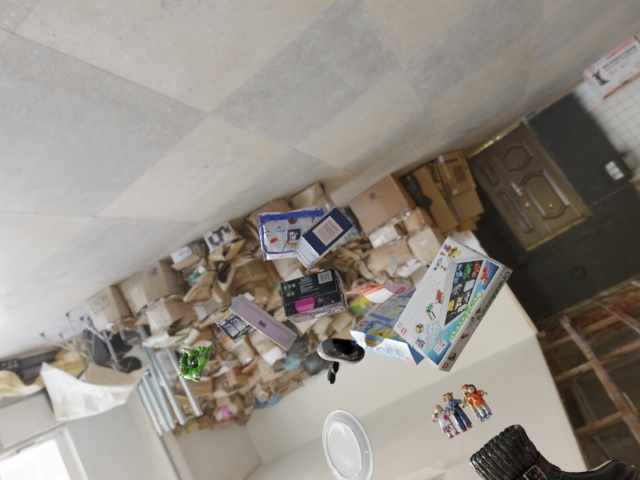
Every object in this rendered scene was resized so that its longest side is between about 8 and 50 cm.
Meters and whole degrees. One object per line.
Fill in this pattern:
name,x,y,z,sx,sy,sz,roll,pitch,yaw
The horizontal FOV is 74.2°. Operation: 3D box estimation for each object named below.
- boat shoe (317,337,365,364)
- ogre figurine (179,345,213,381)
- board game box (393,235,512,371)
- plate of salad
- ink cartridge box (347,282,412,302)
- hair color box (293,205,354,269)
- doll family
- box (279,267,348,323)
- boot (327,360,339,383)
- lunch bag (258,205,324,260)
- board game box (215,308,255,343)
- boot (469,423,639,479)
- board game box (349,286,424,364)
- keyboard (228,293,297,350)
boat shoe,0.090,0.365,1.432,0.076,0.080,0.229,-38,139,28
ogre figurine,-0.488,0.476,1.633,0.197,0.118,0.097,-8,147,22
board game box,0.337,0.161,1.116,0.053,0.193,0.305,23,100,-36
plate of salad,0.075,0.546,1.115,0.048,0.199,0.200,2,151,-37
ink cartridge box,0.261,0.237,1.872,0.233,0.066,0.189,-4,163,-23
hair color box,0.000,0.000,1.631,0.174,0.105,0.347,-41,176,-14
doll family,0.591,0.697,1.763,0.263,0.163,0.118,-40,143,18
box,-0.027,0.238,1.811,0.248,0.163,0.142,-16,153,8
boot,0.066,0.644,2.077,0.045,0.121,0.099,8,162,-9
lunch bag,-0.149,-0.043,2.154,0.329,0.238,0.385,-6,160,-9
board game box,-0.365,0.363,1.903,0.170,0.141,0.048,-37,-174,19
boot,0.592,0.580,1.077,0.348,0.260,0.131,-27,148,-8
board game box,0.314,0.289,1.512,0.308,0.086,0.302,-33,-164,-30
keyboard,-0.201,0.289,1.497,0.072,0.256,0.014,-55,-177,-32
